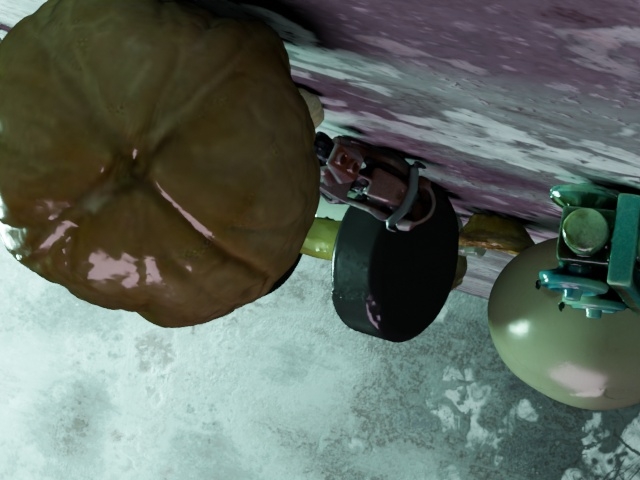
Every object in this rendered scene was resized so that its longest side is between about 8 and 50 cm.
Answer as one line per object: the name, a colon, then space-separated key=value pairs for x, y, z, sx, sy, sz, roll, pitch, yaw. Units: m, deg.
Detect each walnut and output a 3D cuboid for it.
walnut: x=-0.134 y=-0.069 z=1.153 sx=0.277 sy=0.252 sz=0.313 roll=17 pitch=-174 yaw=-7

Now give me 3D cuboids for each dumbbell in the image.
dumbbell: x=0.000 y=0.000 z=1.900 sx=0.322 sy=0.203 sz=0.204 roll=14 pitch=175 yaw=35

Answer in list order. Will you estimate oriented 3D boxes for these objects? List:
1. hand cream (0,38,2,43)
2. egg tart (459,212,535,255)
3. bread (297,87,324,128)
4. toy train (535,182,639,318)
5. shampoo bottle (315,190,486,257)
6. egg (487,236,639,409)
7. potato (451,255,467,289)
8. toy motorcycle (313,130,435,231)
hand cream: x=-0.418 y=-0.240 z=1.549 sx=0.216 sy=0.038 sz=0.052 roll=24 pitch=145 yaw=-35
egg tart: x=0.239 y=-0.007 z=1.949 sx=0.129 sy=0.049 sz=0.129 roll=11 pitch=178 yaw=0
bread: x=-0.118 y=-0.152 z=1.457 sx=0.251 sy=0.039 sz=0.182 roll=16 pitch=176 yaw=0
toy train: x=0.336 y=0.021 z=1.503 sx=0.194 sy=0.120 sz=0.298 roll=7 pitch=173 yaw=19
shampoo bottle: x=0.118 y=-0.013 z=2.092 sx=0.262 sy=0.085 sz=0.085 roll=14 pitch=175 yaw=32
egg: x=0.337 y=0.102 z=1.832 sx=0.269 sy=0.219 sz=0.219 roll=6 pitch=170 yaw=40
potato: x=0.116 y=0.017 z=2.306 sx=0.251 sy=0.113 sz=0.149 roll=14 pitch=174 yaw=23
toy motorcycle: x=0.054 y=-0.069 z=1.618 sx=0.118 sy=0.084 sz=0.212 roll=24 pitch=177 yaw=38
